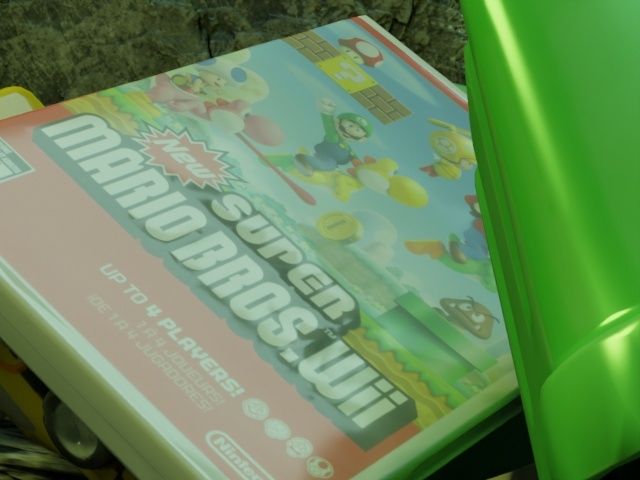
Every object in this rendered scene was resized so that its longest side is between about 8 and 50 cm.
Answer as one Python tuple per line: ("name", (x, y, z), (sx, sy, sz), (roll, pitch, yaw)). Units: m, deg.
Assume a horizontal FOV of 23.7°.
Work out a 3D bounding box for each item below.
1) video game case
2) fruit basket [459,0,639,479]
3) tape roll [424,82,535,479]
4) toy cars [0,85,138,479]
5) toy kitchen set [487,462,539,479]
("video game case", (0.000, 0.000, 0.601), (0.204, 0.025, 0.285), (41, 38, 21))
("fruit basket", (0.242, 0.037, 0.418), (0.392, 0.392, 0.283), (12, -20, 13))
("tape roll", (0.006, 0.007, 0.783), (0.321, 0.077, 0.321), (-1, 27, 1))
("toy cars", (-0.195, 0.000, 0.572), (0.394, 0.176, 0.087), (21, -48, -19))
("toy kitchen set", (0.074, 0.059, 0.839), (0.122, 0.166, 0.207), (12, -3, 32))
